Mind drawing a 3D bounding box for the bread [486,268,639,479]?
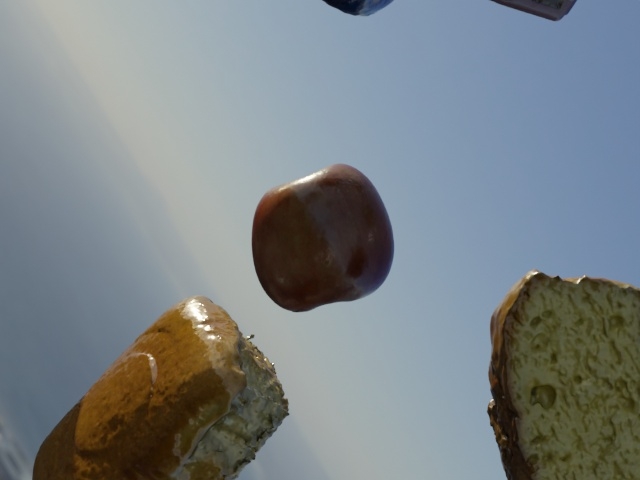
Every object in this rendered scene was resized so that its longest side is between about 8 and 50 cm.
[{"bbox_3d":[0.290,0.196,1.951,0.179,0.194,0.340,101,-20,-88],"label":"bread"}]

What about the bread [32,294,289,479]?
[{"bbox_3d":[-0.142,0.170,1.487,0.121,0.245,0.174,43,10,-24],"label":"bread"}]

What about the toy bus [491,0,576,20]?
[{"bbox_3d":[0.121,-0.223,1.204,0.098,0.087,0.178,17,22,-27],"label":"toy bus"}]

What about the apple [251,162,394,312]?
[{"bbox_3d":[0.000,0.000,2.136,0.181,0.181,0.168,-151,-140,-84],"label":"apple"}]

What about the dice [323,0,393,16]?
[{"bbox_3d":[0.044,-0.358,2.007,0.146,0.146,0.143,40,27,13],"label":"dice"}]
